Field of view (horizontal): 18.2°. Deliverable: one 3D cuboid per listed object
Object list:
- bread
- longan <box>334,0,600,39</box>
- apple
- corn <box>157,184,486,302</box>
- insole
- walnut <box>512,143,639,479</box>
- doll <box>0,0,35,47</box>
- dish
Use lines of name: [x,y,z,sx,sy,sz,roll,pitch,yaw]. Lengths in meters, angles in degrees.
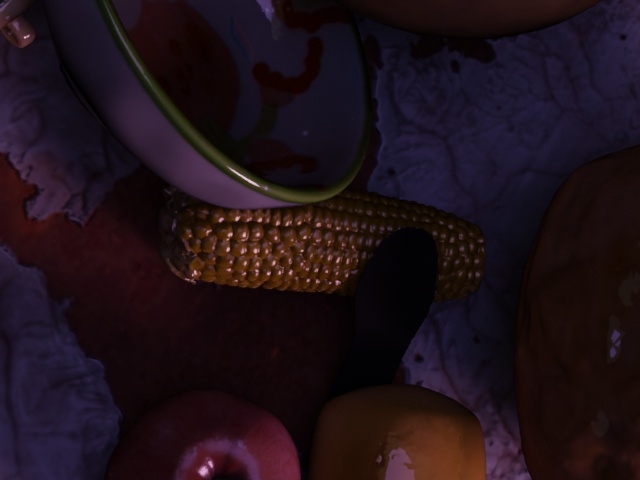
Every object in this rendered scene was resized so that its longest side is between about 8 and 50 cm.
bread: [0.058,0.221,1.533,0.147,0.098,0.217,3,94,-17]
longan: [0.101,-0.295,1.471,0.318,0.319,0.319,1,87,-13]
apple: [-0.086,0.187,1.494,0.153,0.120,0.153,1,86,-13]
corn: [0.002,-0.001,1.541,0.260,0.091,0.091,7,85,-18]
insole: [0.047,0.069,1.539,0.064,0.004,0.188,10,119,-17]
walnut: [0.295,0.073,1.511,0.306,0.306,0.344,-2,81,-14]
doll: [-0.313,-0.273,1.463,0.271,0.208,0.144,38,66,27]
dish: [-0.107,-0.154,1.461,0.124,0.324,0.324,-26,95,31]
